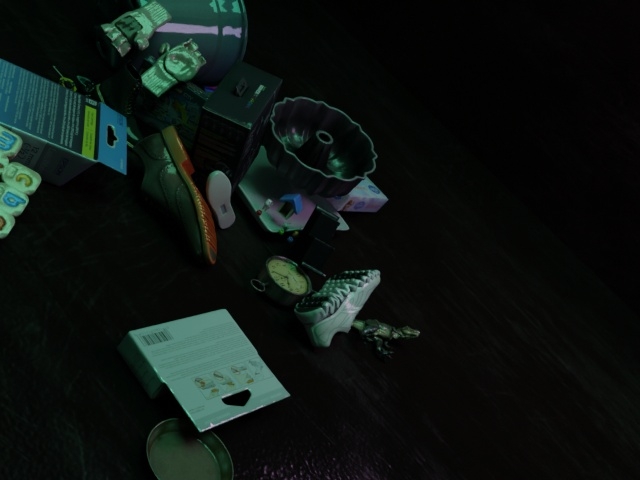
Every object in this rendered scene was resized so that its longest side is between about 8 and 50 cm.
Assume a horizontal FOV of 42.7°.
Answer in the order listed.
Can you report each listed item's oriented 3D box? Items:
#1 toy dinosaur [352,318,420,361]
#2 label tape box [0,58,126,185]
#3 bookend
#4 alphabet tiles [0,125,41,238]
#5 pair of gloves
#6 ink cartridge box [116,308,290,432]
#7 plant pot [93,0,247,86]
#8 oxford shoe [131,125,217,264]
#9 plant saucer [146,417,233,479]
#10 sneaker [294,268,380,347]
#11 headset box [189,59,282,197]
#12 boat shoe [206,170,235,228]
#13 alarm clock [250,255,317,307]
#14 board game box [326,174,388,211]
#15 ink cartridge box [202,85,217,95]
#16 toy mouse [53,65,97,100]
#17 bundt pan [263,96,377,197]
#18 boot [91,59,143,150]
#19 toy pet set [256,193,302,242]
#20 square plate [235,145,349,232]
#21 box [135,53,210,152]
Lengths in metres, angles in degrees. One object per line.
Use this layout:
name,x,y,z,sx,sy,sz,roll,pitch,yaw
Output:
toy dinosaur,0.130,0.231,2.044,0.268,0.064,0.118,21,29,-21
label tape box,-0.612,-0.249,1.822,0.347,0.115,0.249,24,32,-30
bookend,0.000,0.000,2.063,0.072,0.157,0.156,29,-1,-16
alphabet tiles,-0.689,-0.127,1.548,0.278,0.021,0.284,29,50,-15
pair of gloves,-0.424,-0.500,2.110,0.204,0.042,0.240,-39,90,-31
ink cartridge box,-0.221,0.256,1.590,0.239,0.060,0.275,51,30,20
plant pot,-0.445,-0.617,2.357,0.334,0.341,0.341,-10,54,-45
oxford shoe,-0.342,-0.091,1.928,0.130,0.132,0.364,75,-7,-68
plant saucer,-0.231,0.386,1.420,0.168,0.029,0.168,29,30,-19
sneaker,0.051,0.155,1.968,0.292,0.110,0.118,-33,111,-45
headset box,-0.221,-0.280,2.070,0.131,0.283,0.246,25,44,0
boat shoe,-0.251,-0.108,1.993,0.066,0.184,0.063,-35,56,-15
alarm clock,-0.101,0.102,1.951,0.192,0.064,0.129,-1,47,-54
board game box,0.032,-0.219,2.516,0.318,0.066,0.318,48,19,17
ink cartridge box,-0.329,-0.553,2.653,0.186,0.065,0.311,8,42,-43
toy mouse,-0.601,-0.375,2.101,0.143,0.031,0.161,3,45,-47
bundt pan,-0.016,-0.245,2.273,0.331,0.124,0.331,19,42,-18
boot,-0.476,-0.336,2.050,0.198,0.137,0.077,56,26,-1
toy pet set,-0.085,-0.074,2.125,0.122,0.065,0.114,41,30,2
square plate,-0.125,-0.139,2.293,0.344,0.049,0.347,-2,48,-51
box,-0.400,-0.363,2.184,0.233,0.159,0.044,34,28,-9
